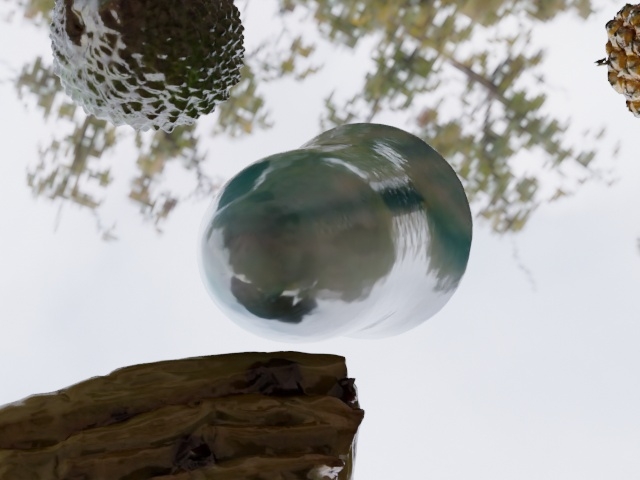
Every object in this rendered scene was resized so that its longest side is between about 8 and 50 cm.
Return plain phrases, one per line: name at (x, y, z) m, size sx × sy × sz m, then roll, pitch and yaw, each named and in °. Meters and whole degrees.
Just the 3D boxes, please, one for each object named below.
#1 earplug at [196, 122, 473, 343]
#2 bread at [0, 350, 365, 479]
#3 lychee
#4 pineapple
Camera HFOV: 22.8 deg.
earplug at (0.000, 0.000, 1.197) m, size 0.185 × 0.185 × 0.324 m, roll 41°, pitch -169°, yaw 9°
bread at (-0.106, 0.230, 1.046) m, size 0.324 × 0.278 × 0.167 m, roll -11°, pitch -150°, yaw -26°
lychee at (-0.137, -0.162, 1.307) m, size 0.171 × 0.171 × 0.171 m, roll 13°, pitch -130°, yaw -16°
pineapple at (0.421, -0.221, 1.799) m, size 0.176 × 0.137 × 0.161 m, roll -30°, pitch -90°, yaw -34°
